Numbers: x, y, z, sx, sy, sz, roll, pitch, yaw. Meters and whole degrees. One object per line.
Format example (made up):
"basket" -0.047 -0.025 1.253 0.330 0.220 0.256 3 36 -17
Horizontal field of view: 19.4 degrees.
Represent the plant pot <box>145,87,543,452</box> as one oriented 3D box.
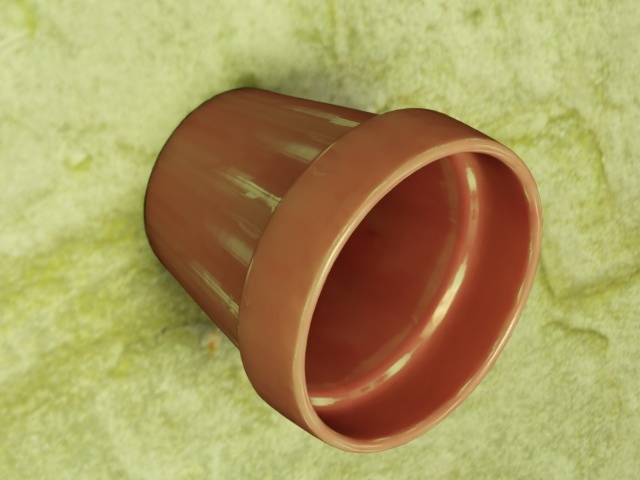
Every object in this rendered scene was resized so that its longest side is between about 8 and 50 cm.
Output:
"plant pot" 0.000 0.000 1.115 0.201 0.180 0.201 -27 131 -36
